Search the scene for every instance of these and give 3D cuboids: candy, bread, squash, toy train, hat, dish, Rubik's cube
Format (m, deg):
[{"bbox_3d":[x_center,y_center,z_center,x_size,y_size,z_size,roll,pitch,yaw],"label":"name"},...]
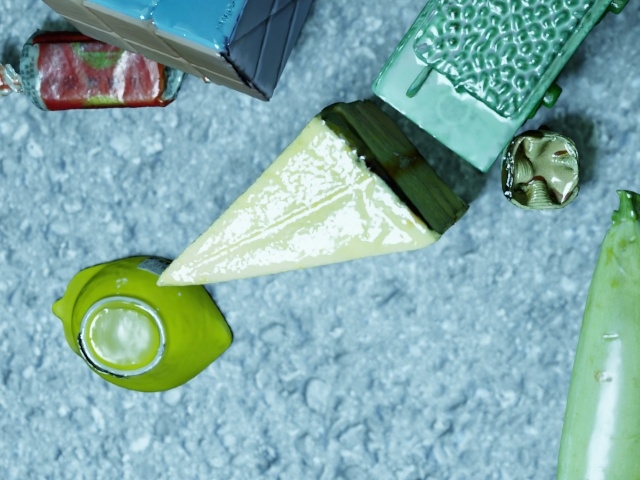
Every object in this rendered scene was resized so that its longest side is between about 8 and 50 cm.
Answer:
[{"bbox_3d":[-0.226,-0.178,1.647,0.292,0.059,0.086,1,102,16],"label":"candy"},{"bbox_3d":[-0.004,0.001,1.561,0.264,0.168,0.163,-44,86,21],"label":"bread"},{"bbox_3d":[0.297,0.137,1.521,0.118,0.118,0.370,8,96,15],"label":"squash"},{"bbox_3d":[0.181,-0.205,1.451,0.145,0.202,0.266,36,109,6],"label":"toy train"},{"bbox_3d":[0.212,-0.071,1.539,0.076,0.059,0.077,0,104,0],"label":"hat"},{"bbox_3d":[-0.202,0.094,1.672,0.208,0.080,0.148,7,100,13],"label":"dish"},{"bbox_3d":[-0.122,-0.287,1.488,0.225,0.221,0.231,22,87,12],"label":"Rubik's cube"}]
